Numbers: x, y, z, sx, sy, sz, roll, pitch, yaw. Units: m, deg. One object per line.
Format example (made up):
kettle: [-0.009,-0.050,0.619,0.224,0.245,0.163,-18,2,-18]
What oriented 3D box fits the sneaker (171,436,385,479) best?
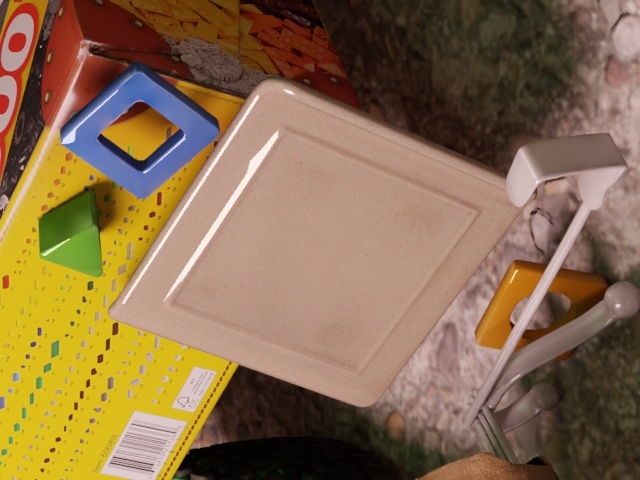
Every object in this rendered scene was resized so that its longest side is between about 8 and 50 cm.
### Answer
sneaker: [0.002,0.223,1.263,0.343,0.134,0.146,23,112,46]

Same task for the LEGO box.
LEGO box: [-0.198,-0.008,1.328,0.500,0.193,0.372,-60,31,28]

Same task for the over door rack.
over door rack: [0.178,0.115,1.010,0.324,0.108,0.239,92,154,-61]

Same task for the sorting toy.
sorting toy: [0.000,0.000,1.118,0.196,0.348,0.047,-53,29,29]

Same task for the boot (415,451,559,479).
boot: [0.058,0.213,1.087,0.305,0.112,0.115,-46,49,49]
